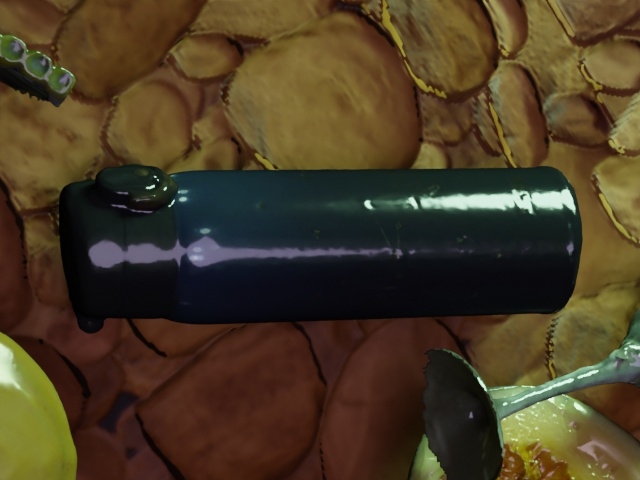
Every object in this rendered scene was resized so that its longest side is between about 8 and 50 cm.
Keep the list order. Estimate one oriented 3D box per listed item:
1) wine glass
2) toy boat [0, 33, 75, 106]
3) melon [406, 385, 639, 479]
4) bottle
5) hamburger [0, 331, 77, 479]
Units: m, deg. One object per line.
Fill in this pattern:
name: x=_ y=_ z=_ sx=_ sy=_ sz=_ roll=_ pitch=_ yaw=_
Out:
wine glass: x=0.168 y=0.055 z=0.974 sx=0.262 sy=0.074 sz=0.074 roll=-15 pitch=103 yaw=-31
toy boat: x=-0.142 y=-0.082 z=0.844 sx=0.063 sy=0.115 sz=0.016 roll=32 pitch=88 yaw=-20
melon: x=0.095 y=0.138 z=0.983 sx=0.160 sy=0.079 sz=0.128 roll=-18 pitch=79 yaw=-26
bottle: x=0.000 y=0.000 z=0.926 sx=0.244 sy=0.072 sz=0.082 roll=-2 pitch=128 yaw=-18
hamburger: x=-0.184 y=0.099 z=0.854 sx=0.162 sy=0.115 sz=0.162 roll=-1 pitch=94 yaw=-15
